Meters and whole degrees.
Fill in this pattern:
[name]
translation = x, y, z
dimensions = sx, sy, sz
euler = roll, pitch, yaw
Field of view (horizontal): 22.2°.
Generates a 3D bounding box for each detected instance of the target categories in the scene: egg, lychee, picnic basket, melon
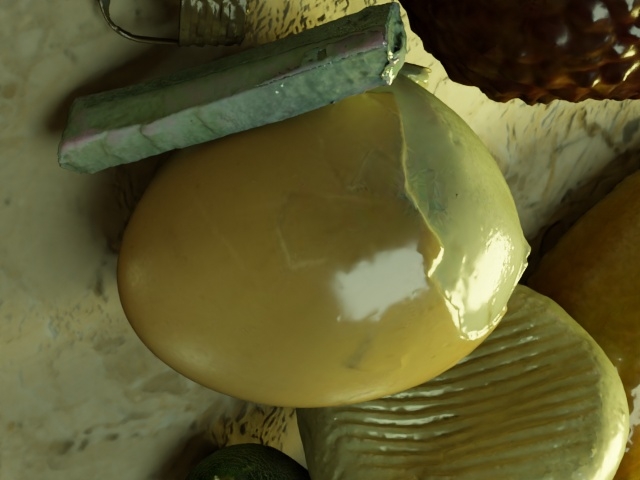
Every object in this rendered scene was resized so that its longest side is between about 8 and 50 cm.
[egg]
translation = 0.000, 0.000, 0.958
dimensions = 0.244, 0.201, 0.201
euler = -20, 133, -11
[lychee]
translation = 0.158, -0.195, 0.906
dimensions = 0.260, 0.260, 0.260
euler = -21, 132, -25
[picnic basket]
translation = -0.080, -0.140, 0.893
dimensions = 0.083, 0.072, 0.072
euler = 2, 124, -7
[melon]
translation = -0.045, 0.205, 1.139
dimensions = 0.114, 0.114, 0.167
euler = -39, 140, -8

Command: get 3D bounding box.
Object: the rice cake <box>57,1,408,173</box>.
[rice cake]
translation = -0.052, -0.081, 0.889
dimensions = 0.211, 0.043, 0.034
euler = -16, 132, 18

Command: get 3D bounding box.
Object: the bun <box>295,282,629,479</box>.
[bun]
translation = 0.094, 0.129, 1.125
dimensions = 0.231, 0.231, 0.133
euler = -31, 147, -15

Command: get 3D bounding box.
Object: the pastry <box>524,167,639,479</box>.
[pastry]
translation = 0.297, 0.085, 1.282
dimensions = 0.356, 0.164, 0.356
euler = -18, 130, -23
